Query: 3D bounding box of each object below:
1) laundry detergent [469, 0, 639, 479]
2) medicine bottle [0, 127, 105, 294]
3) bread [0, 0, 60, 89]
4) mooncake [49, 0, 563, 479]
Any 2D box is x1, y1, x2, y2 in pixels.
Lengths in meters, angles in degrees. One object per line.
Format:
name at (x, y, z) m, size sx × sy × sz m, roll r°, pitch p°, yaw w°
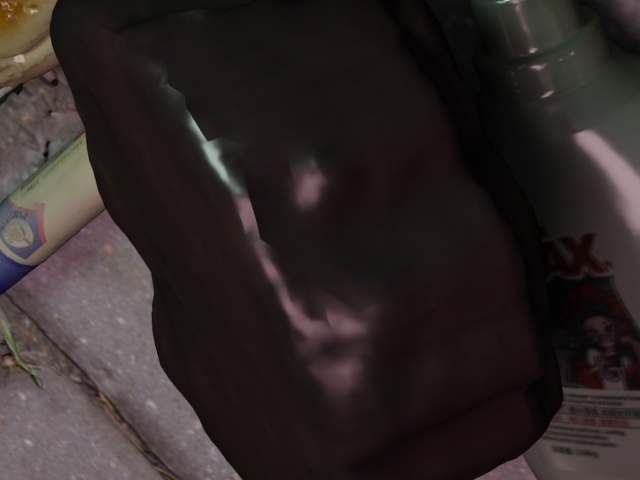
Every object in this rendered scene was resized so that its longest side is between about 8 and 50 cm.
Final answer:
laundry detergent at (0.206, 0.000, 1.272) m, size 0.264 × 0.124 × 0.397 m, roll -1°, pitch 122°, yaw 38°
medicine bottle at (-0.205, -0.029, 1.493) m, size 0.059 × 0.059 × 0.231 m, roll 44°, pitch 131°, yaw -11°
bread at (-0.236, -0.250, 1.271) m, size 0.306 × 0.158 × 0.305 m, roll 11°, pitch 130°, yaw 14°
mooncake at (0.000, 0.000, 1.220) m, size 0.350 × 0.212 × 0.381 m, roll 57°, pitch 164°, yaw 35°
